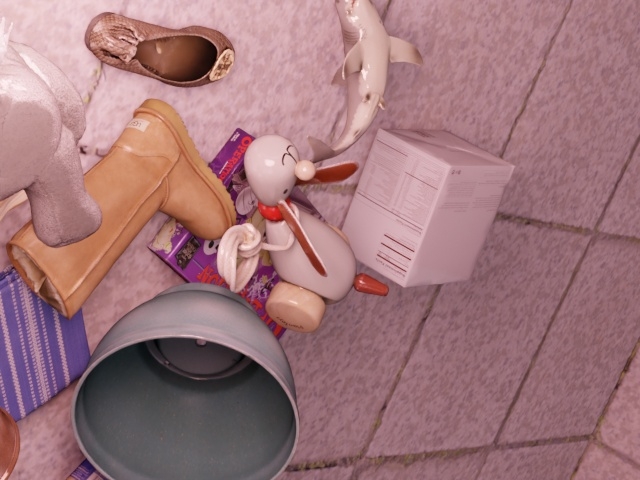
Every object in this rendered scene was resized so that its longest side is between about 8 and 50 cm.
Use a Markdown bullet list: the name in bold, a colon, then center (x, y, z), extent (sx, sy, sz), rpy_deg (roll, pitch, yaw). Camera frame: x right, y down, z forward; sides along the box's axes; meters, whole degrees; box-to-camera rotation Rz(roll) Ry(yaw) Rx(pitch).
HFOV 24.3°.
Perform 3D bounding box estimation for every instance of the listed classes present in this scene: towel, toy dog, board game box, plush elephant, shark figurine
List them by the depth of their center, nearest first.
- **plush elephant**: center (-0.381, -0.146, 1.448), extent (0.272, 0.255, 0.330), rpy_deg (-23, 142, -30)
- **towel**: center (-0.426, 0.157, 1.814), extent (0.336, 0.040, 0.243), rpy_deg (-34, 142, -30)
- **toy dog**: center (0.000, 0.000, 1.995), extent (0.334, 0.161, 0.220), rpy_deg (47, 54, -68)
- **shark figurine**: center (0.035, -0.204, 2.060), extent (0.166, 0.116, 0.278), rpy_deg (23, 76, -36)
- **board game box**: center (-0.094, 0.009, 2.122), extent (0.208, 0.056, 0.347), rpy_deg (-50, 147, -6)

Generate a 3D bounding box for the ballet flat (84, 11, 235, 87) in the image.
- **ballet flat**: center (-0.181, -0.225, 1.800), extent (0.250, 0.058, 0.084), rpy_deg (8, 110, -55)

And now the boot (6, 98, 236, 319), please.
- **boot**: center (-0.240, -0.008, 1.826), extent (0.269, 0.089, 0.236), rpy_deg (-54, 131, -29)

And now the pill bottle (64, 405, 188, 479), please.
- **pill bottle**: center (-0.261, 0.315, 2.082), extent (0.187, 0.112, 0.112), rpy_deg (-46, 145, -19)

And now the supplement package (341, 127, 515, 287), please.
- **supplement package**: center (0.163, -0.054, 2.317), extent (0.194, 0.149, 0.203), rpy_deg (-3, 118, -52)

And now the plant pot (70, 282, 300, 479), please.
- **plant pot**: center (-0.167, 0.180, 1.969), extent (0.196, 0.293, 0.293), rpy_deg (-85, 180, -55)

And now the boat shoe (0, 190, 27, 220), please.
- **boat shoe**: center (-0.383, -0.048, 1.677), extent (0.170, 0.063, 0.059), rpy_deg (-49, 145, -32)

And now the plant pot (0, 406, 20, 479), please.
- **plant pot**: center (-0.443, 0.201, 1.655), extent (0.167, 0.167, 0.165), rpy_deg (-45, 140, -21)
